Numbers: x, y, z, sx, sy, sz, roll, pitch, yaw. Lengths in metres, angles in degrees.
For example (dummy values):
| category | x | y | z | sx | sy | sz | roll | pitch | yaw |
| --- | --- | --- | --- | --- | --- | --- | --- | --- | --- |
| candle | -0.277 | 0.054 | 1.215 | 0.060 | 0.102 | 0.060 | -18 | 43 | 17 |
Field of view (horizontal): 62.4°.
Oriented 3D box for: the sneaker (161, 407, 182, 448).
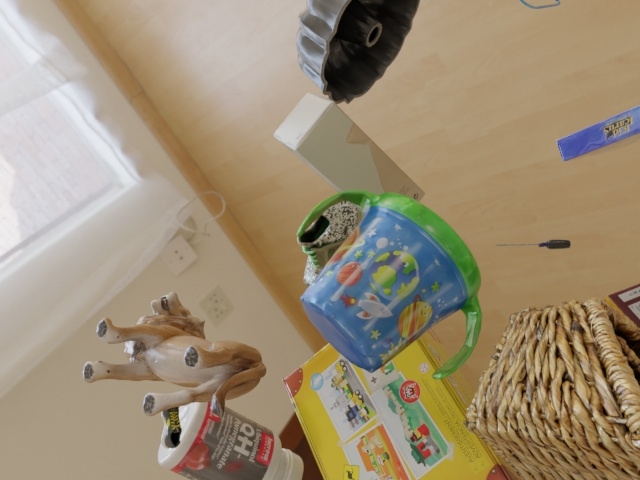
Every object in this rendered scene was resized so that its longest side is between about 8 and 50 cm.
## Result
| category | x | y | z | sx | sy | sz | roll | pitch | yaw |
| --- | --- | --- | --- | --- | --- | --- | --- | --- | --- |
| sneaker | -0.241 | 0.301 | 0.870 | 0.035 | 0.031 | 0.083 | -7 | 83 | 45 |

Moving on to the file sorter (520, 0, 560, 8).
| category | x | y | z | sx | sy | sz | roll | pitch | yaw |
| --- | --- | --- | --- | --- | --- | --- | --- | --- | --- |
| file sorter | 0.411 | -0.516 | 0.935 | 0.104 | 0.118 | 0.170 | 50 | 143 | 23 |

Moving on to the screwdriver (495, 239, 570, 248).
| category | x | y | z | sx | sy | sz | roll | pitch | yaw |
| --- | --- | --- | --- | --- | --- | --- | --- | --- | --- |
| screwdriver | 0.494 | 0.013 | 1.230 | 0.169 | 0.025 | 0.024 | -6 | 173 | 5 |

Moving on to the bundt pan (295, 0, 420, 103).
| category | x | y | z | sx | sy | sz | roll | pitch | yaw |
| --- | --- | --- | --- | --- | --- | --- | --- | --- | --- |
| bundt pan | 0.070 | -0.467 | 1.129 | 0.124 | 0.330 | 0.331 | 39 | 142 | 19 |

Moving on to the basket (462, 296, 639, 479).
| category | x | y | z | sx | sy | sz | roll | pitch | yaw |
| --- | --- | --- | --- | --- | --- | --- | --- | --- | --- |
| basket | 0.353 | 0.197 | 0.557 | 0.299 | 0.213 | 0.223 | 43 | 151 | -8 |

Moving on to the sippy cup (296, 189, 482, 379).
| category | x | y | z | sx | sy | sz | roll | pitch | yaw |
| --- | --- | --- | --- | --- | --- | --- | --- | --- | --- |
| sippy cup | 0.099 | 0.080 | 0.858 | 0.305 | 0.224 | 0.240 | 33 | 159 | 37 |

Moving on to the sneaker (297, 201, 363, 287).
| category | x | y | z | sx | sy | sz | roll | pitch | yaw |
| --- | --- | --- | --- | --- | --- | --- | --- | --- | --- |
| sneaker | 0.000 | 0.000 | 1.524 | 0.158 | 0.182 | 0.410 | 66 | 145 | 33 |

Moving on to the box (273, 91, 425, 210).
| category | x | y | z | sx | sy | sz | roll | pitch | yaw |
| --- | --- | --- | --- | --- | --- | --- | --- | --- | --- |
| box | 0.064 | -0.162 | 1.129 | 0.311 | 0.121 | 0.148 | 38 | -176 | -33 |

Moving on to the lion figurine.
| category | x | y | z | sx | sy | sz | roll | pitch | yaw |
| --- | --- | --- | --- | --- | --- | --- | --- | --- | --- |
| lion figurine | -0.203 | 0.190 | 0.841 | 0.392 | 0.240 | 0.142 | 16 | 91 | 39 |

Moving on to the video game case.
| category | x | y | z | sx | sy | sz | roll | pitch | yaw |
| --- | --- | --- | --- | --- | --- | --- | --- | --- | --- |
| video game case | 0.742 | -0.271 | 1.239 | 0.269 | 0.244 | 0.061 | -23 | 84 | 53 |

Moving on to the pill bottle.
| category | x | y | z | sx | sy | sz | roll | pitch | yaw |
| --- | --- | --- | --- | --- | --- | --- | --- | --- | --- |
| pill bottle | -0.204 | 0.510 | 1.256 | 0.318 | 0.176 | 0.176 | 34 | 143 | -18 |

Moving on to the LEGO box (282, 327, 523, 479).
| category | x | y | z | sx | sy | sz | roll | pitch | yaw |
| --- | --- | --- | --- | --- | --- | --- | --- | --- | --- |
| LEGO box | 0.182 | 0.442 | 1.232 | 0.372 | 0.500 | 0.193 | -40 | 143 | 14 |

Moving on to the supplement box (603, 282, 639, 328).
| category | x | y | z | sx | sy | sz | roll | pitch | yaw |
| --- | --- | --- | --- | --- | --- | --- | --- | --- | --- |
| supplement box | 0.475 | 0.148 | 0.814 | 0.188 | 0.104 | 0.081 | 85 | 163 | -51 |
